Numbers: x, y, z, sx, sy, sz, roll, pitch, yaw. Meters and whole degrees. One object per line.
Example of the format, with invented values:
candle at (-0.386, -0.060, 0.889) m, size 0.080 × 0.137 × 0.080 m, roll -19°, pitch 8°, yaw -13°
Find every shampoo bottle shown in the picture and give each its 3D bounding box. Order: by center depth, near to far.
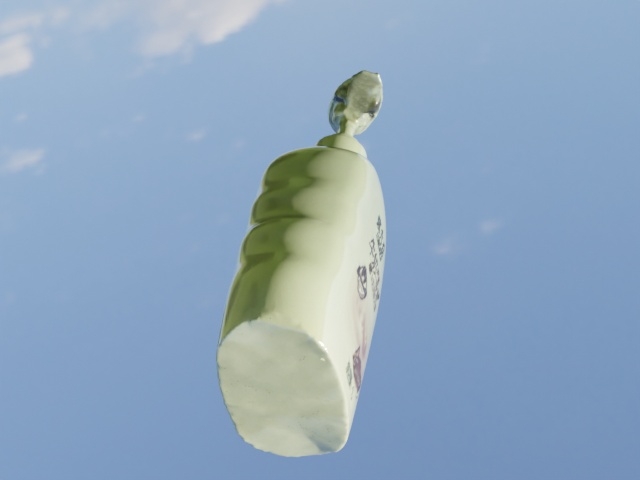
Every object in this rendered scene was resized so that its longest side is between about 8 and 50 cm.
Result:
shampoo bottle at (0.000, 0.000, 0.541) m, size 0.045 × 0.077 × 0.152 m, roll -1°, pitch -138°, yaw 12°
